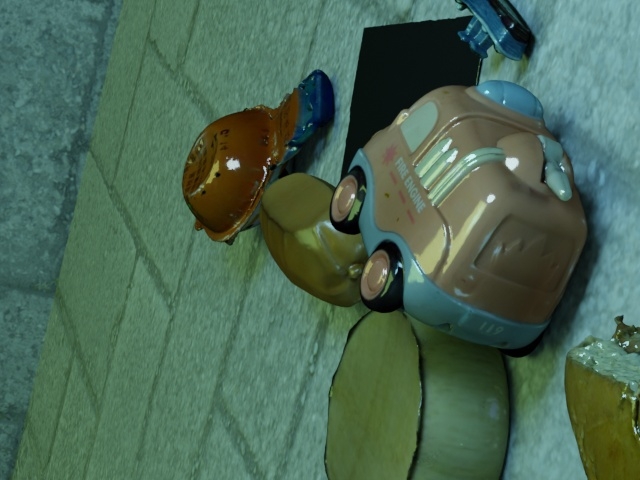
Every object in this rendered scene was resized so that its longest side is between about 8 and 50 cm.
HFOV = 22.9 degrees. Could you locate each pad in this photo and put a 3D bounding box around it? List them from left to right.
[{"bbox_3d":[0.100,-0.142,1.883,0.367,0.007,0.247,-169,89,-69],"label":"pad"}]

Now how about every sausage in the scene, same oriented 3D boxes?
[{"bbox_3d":[0.000,-0.001,1.916,0.136,0.120,0.241,59,173,-19],"label":"sausage"}]

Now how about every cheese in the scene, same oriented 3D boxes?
[{"bbox_3d":[-0.091,-0.117,2.210,0.329,0.129,0.216,-40,40,43],"label":"cheese"}]

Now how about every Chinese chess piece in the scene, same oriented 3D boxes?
[{"bbox_3d":[0.094,0.188,1.610,0.257,0.104,0.257,-171,90,-70],"label":"Chinese chess piece"}]

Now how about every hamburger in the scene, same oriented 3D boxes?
[{"bbox_3d":[0.272,0.169,1.096,0.282,0.155,0.245,165,106,-73],"label":"hamburger"}]

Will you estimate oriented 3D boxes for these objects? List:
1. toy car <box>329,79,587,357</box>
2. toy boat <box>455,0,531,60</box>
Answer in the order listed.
[{"bbox_3d":[0.146,-0.036,1.491,0.212,0.181,0.270,-57,29,25],"label":"toy car"},{"bbox_3d":[0.174,-0.224,1.644,0.061,0.060,0.137,-48,35,18],"label":"toy boat"}]
